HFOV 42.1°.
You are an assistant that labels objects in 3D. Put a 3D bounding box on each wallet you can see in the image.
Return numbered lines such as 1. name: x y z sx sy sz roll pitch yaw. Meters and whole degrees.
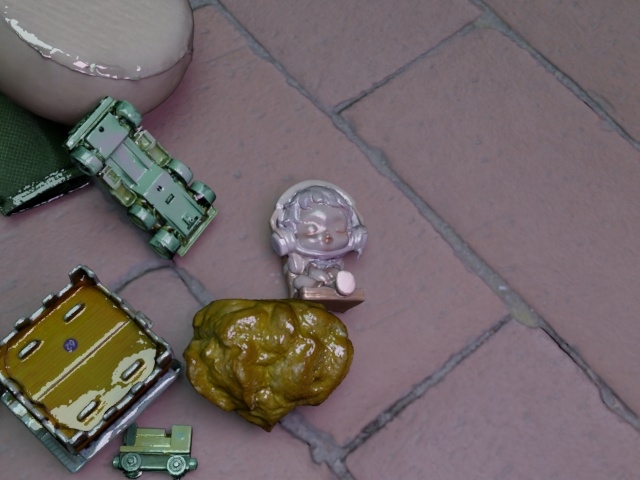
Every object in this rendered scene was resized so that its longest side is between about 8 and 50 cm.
1. wallet: -0.503 -0.159 1.392 0.160 0.055 0.236 -27 66 -21

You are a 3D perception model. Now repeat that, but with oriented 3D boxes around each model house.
1. model house: -0.325 0.180 1.165 0.198 0.215 0.224 41 68 9

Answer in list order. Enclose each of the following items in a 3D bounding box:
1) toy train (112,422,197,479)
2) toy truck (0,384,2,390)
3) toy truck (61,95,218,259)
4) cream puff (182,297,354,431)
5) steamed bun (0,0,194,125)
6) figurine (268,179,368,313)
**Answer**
1. toy train: -0.238 0.307 1.208 0.122 0.050 0.081 4 61 -4
2. toy truck: -0.617 0.119 1.204 0.175 0.146 0.367 -38 74 -24
3. toy truck: -0.293 -0.095 1.301 0.135 0.259 0.128 14 61 47
4. cream puff: -0.079 0.163 1.200 0.244 0.244 0.196 27 78 7
5. steamed bun: -0.404 -0.345 1.372 0.374 0.241 0.374 16 56 -25
6. figurine: -0.001 0.001 1.321 0.162 0.141 0.237 6 63 -17
